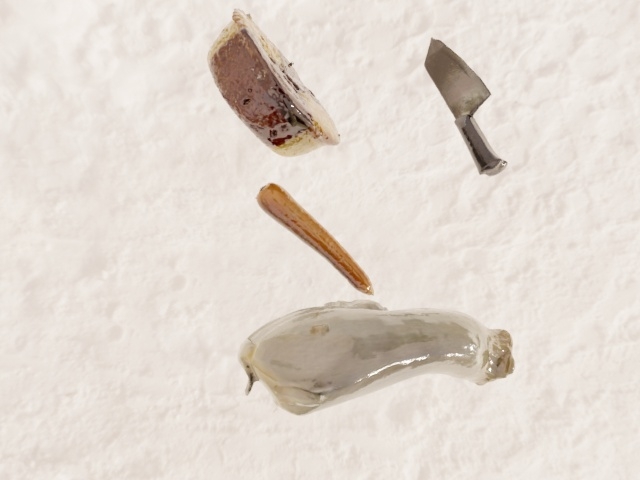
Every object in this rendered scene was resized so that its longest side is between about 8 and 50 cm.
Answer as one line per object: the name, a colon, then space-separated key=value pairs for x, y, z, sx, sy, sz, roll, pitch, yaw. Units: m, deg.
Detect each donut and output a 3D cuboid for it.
donut: x=-0.056 y=-0.171 z=0.532 sx=0.073 sy=0.184 sz=0.166 roll=-32 pitch=63 yaw=16

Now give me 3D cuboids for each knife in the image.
knife: x=0.183 y=-0.184 z=0.581 sx=0.028 sy=0.060 sz=0.231 roll=6 pitch=53 yaw=-36

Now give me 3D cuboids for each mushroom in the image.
mushroom: x=0.063 y=0.103 z=0.418 sx=0.277 sy=0.099 sz=0.097 roll=-1 pitch=106 yaw=-21

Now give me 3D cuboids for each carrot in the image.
carrot: x=0.000 y=0.000 z=0.548 sx=0.190 sy=0.037 sz=0.037 roll=41 pitch=88 yaw=-7
